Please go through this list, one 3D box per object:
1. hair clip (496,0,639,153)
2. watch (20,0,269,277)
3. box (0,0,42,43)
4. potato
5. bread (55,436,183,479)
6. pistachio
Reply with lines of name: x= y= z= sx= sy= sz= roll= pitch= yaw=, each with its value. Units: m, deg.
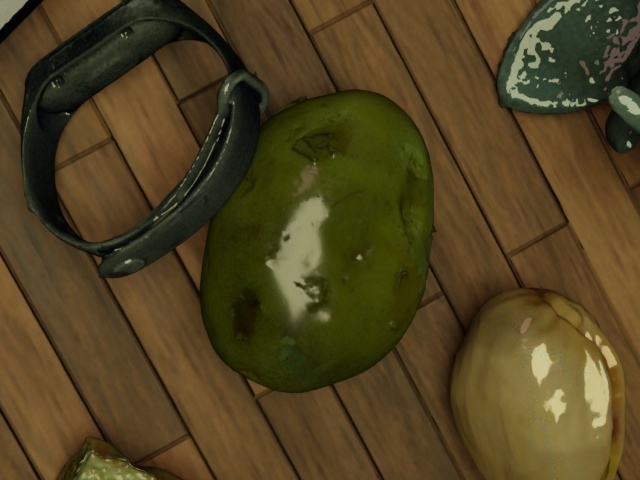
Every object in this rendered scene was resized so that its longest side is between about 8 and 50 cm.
hair clip: x=0.346 y=-0.171 z=1.226 sx=0.392 sy=0.238 sz=0.318 roll=38 pitch=89 yaw=-9
watch: x=-0.139 y=-0.085 z=1.185 sx=0.206 sy=0.068 sz=0.193 roll=-30 pitch=70 yaw=14
box: x=-0.271 y=-0.322 z=1.177 sx=0.261 sy=0.116 sz=0.279 roll=44 pitch=84 yaw=-11
potato: x=0.000 y=0.000 z=1.223 sx=0.186 sy=0.148 sz=0.253 roll=35 pitch=78 yaw=-25
bread: x=-0.122 y=0.262 z=1.242 sx=0.232 sy=0.088 sz=0.128 roll=31 pitch=92 yaw=-2
pistachio: x=0.184 y=0.135 z=1.276 sx=0.145 sy=0.117 sz=0.200 roll=-4 pitch=103 yaw=29
